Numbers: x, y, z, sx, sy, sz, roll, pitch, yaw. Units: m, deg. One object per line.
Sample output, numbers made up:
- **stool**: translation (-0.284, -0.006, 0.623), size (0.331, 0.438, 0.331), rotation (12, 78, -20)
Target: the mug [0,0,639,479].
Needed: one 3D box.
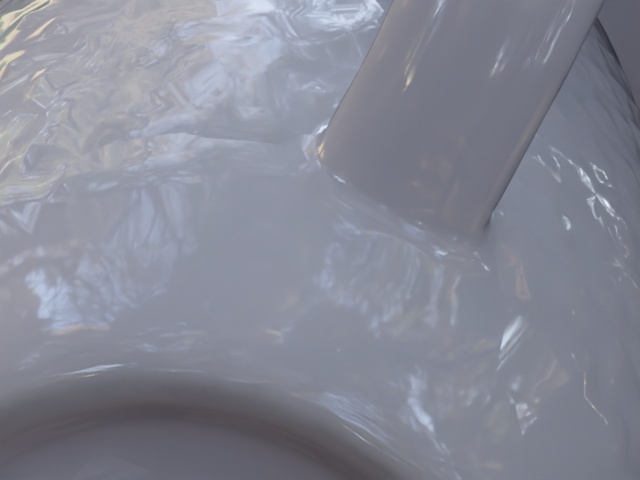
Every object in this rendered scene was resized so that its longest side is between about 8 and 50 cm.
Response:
- **mug**: translation (0.000, 0.000, 0.506), size (0.276, 0.374, 0.328), rotation (25, 23, -5)

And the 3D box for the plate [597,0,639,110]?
- **plate**: translation (0.142, -0.135, 0.706), size (0.277, 0.278, 0.045), rotation (8, 33, 34)
